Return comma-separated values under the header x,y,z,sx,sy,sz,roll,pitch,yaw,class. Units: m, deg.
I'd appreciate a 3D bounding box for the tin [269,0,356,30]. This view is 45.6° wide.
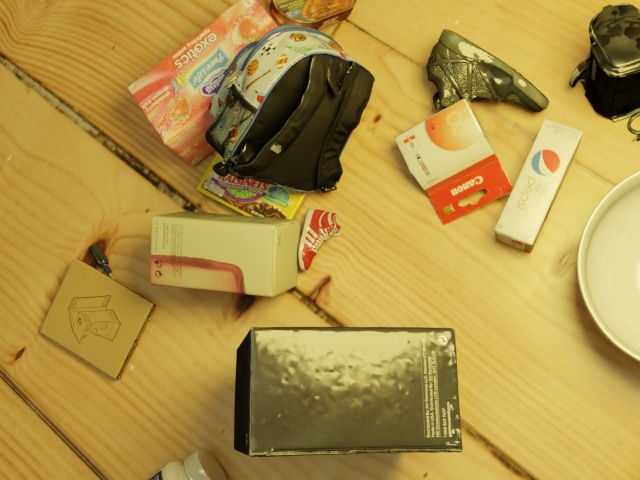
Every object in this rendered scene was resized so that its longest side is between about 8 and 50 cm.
x,y,z,sx,sy,sz,roll,pitch,yaw,class
-0.014,-0.453,1.454,0.190,0.040,0.106,-31,76,-34,tin

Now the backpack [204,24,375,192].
x,y,z,sx,sy,sz,roll,pitch,yaw,class
-0.047,-0.234,1.321,0.263,0.277,0.213,-51,57,26,backpack

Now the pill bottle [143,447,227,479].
x,y,z,sx,sy,sz,roll,pitch,yaw,class
-0.260,0.450,1.323,0.187,0.112,0.112,-38,71,4,pill bottle

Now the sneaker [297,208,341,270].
x,y,z,sx,sy,sz,roll,pitch,yaw,class
0.000,0.000,1.395,0.067,0.042,0.118,6,77,19,sneaker

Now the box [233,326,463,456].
x,y,z,sx,sy,sz,roll,pitch,yaw,class
0.024,0.231,1.154,0.294,0.296,0.182,1,76,-11,box

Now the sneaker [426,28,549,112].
x,y,z,sx,sy,sz,roll,pitch,yaw,class
0.288,-0.269,1.365,0.228,0.087,0.130,31,108,3,sneaker

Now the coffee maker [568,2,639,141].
x,y,z,sx,sy,sz,roll,pitch,yaw,class
0.508,-0.280,1.255,0.120,0.178,0.171,-45,71,2,coffee maker

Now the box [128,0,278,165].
x,y,z,sx,sy,sz,roll,pitch,yaw,class
-0.190,-0.303,1.460,0.300,0.142,0.154,-36,72,4,box

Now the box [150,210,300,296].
x,y,z,sx,sy,sz,roll,pitch,yaw,class
-0.168,0.020,1.365,0.233,0.149,0.126,5,97,16,box

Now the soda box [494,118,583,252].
x,y,z,sx,sy,sz,roll,pitch,yaw,class
0.372,-0.092,1.302,0.069,0.074,0.216,24,84,18,soda box

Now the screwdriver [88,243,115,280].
x,y,z,sx,sy,sz,roll,pitch,yaw,class
-0.406,0.074,1.495,0.170,0.024,0.025,50,121,17,screwdriver

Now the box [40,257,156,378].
x,y,z,sx,sy,sz,roll,pitch,yaw,class
-0.433,0.151,1.475,0.201,0.021,0.164,27,92,18,box

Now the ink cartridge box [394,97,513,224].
x,y,z,sx,sy,sz,roll,pitch,yaw,class
0.231,-0.135,1.332,0.145,0.045,0.179,-28,81,23,ink cartridge box

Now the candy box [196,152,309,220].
x,y,z,sx,sy,sz,roll,pitch,yaw,class
-0.130,-0.097,1.459,0.206,0.027,0.105,27,83,18,candy box

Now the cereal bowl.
x,y,z,sx,sy,sz,roll,pitch,yaw,class
0.571,0.049,1.184,0.339,0.141,0.338,-3,77,13,cereal bowl
